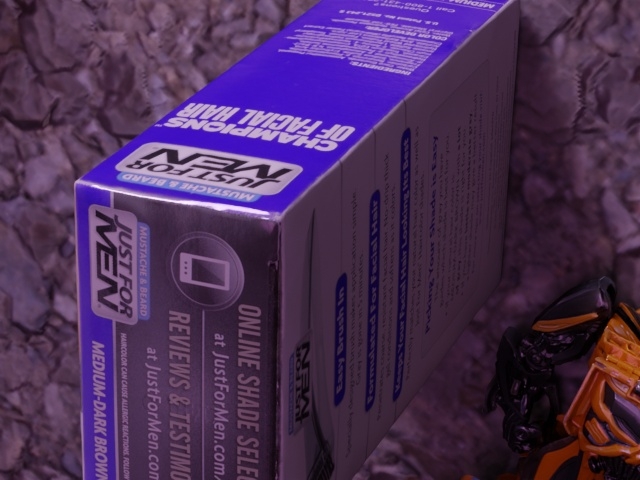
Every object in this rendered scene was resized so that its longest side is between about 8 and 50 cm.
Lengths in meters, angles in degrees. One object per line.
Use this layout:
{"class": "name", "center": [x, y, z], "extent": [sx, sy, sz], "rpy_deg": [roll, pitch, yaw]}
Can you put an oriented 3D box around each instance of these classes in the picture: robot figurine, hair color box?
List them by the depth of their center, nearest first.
{"class": "hair color box", "center": [0.000, 0.000, 0.996], "extent": [0.110, 0.339, 0.185], "rpy_deg": [10, 116, 18]}
{"class": "robot figurine", "center": [0.170, 0.165, 1.145], "extent": [0.211, 0.085, 0.291], "rpy_deg": [28, 120, 9]}
